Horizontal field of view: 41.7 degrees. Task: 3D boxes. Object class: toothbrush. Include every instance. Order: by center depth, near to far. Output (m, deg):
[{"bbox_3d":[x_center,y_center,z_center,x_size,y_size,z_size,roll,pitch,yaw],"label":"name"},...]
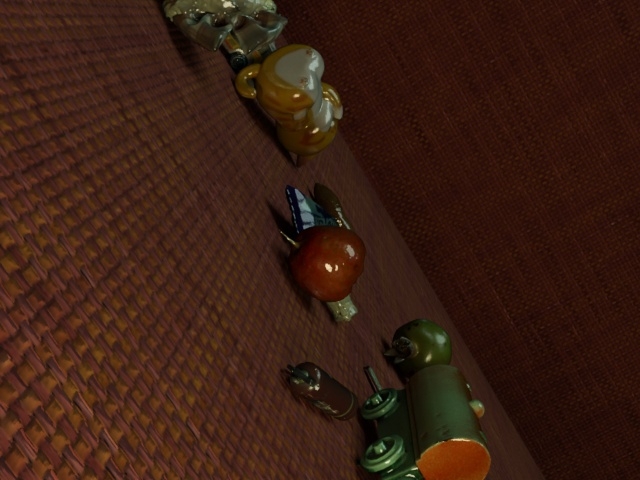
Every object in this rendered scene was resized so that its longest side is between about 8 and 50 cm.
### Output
[{"bbox_3d":[0.142,0.337,1.399,0.294,0.028,0.026,59,8,23],"label":"toothbrush"}]

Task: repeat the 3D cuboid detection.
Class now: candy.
[{"bbox_3d":[0.000,0.000,1.525,0.275,0.070,0.145,41,30,-67],"label":"candy"}]

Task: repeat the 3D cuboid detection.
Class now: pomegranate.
[{"bbox_3d":[0.202,0.232,1.725,0.129,0.129,0.159,60,29,-3],"label":"pomegranate"}]

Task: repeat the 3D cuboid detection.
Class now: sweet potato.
[{"bbox_3d":[0.038,-0.040,1.854,0.218,0.051,0.065,63,8,18],"label":"sweet potato"}]

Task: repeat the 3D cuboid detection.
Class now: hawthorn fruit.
[{"bbox_3d":[0.003,0.036,1.323,0.125,0.140,0.125,175,-90,-71],"label":"hawthorn fruit"}]

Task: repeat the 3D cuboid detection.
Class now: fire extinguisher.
[{"bbox_3d":[-0.001,0.186,1.057,0.064,0.043,0.158,31,-10,35],"label":"fire extinguisher"}]

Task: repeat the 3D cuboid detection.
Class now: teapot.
[{"bbox_3d":[0.031,0.101,1.426,0.067,0.057,0.083,-93,158,-77],"label":"teapot"}]

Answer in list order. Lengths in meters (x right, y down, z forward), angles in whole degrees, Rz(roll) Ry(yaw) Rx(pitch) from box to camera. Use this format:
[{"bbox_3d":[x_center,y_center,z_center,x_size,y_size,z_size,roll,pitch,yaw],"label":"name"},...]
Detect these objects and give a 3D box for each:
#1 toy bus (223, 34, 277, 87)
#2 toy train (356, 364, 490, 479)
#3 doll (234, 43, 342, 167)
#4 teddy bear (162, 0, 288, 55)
[{"bbox_3d":[-0.183,-0.462,1.791,0.268,0.106,0.092,56,14,-29],"label":"toy bus"},{"bbox_3d":[0.150,0.271,1.177,0.116,0.177,0.285,59,9,-10],"label":"toy train"},{"bbox_3d":[-0.047,-0.293,1.806,0.270,0.162,0.167,56,43,-48],"label":"doll"},{"bbox_3d":[-0.183,-0.547,1.498,0.362,0.327,0.375,-134,-132,-61],"label":"teddy bear"}]
